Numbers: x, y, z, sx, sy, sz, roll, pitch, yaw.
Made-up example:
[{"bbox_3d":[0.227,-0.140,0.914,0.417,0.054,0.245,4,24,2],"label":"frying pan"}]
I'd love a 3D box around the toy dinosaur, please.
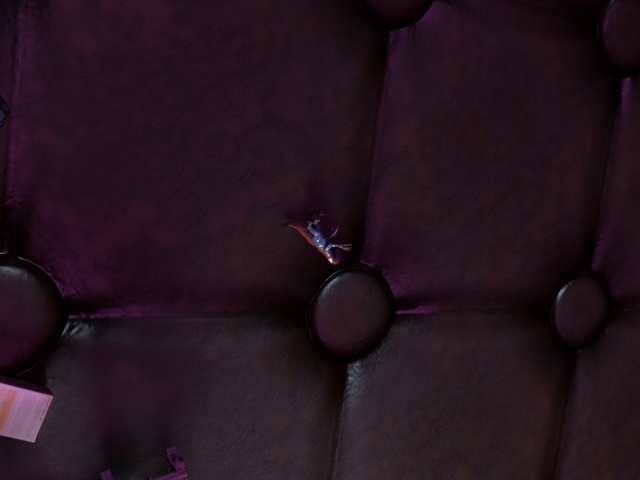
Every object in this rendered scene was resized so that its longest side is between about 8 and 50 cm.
[{"bbox_3d":[0.000,0.000,1.144,0.090,0.047,0.082,-8,117,5],"label":"toy dinosaur"}]

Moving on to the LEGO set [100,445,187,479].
[{"bbox_3d":[-0.249,0.395,0.940,0.331,0.255,0.192,-10,133,-17],"label":"LEGO set"}]

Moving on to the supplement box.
[{"bbox_3d":[-0.379,0.196,0.952,0.098,0.036,0.062,25,87,-31],"label":"supplement box"}]

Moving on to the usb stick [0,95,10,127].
[{"bbox_3d":[-0.462,-0.084,0.841,0.278,0.045,0.077,-39,118,-17],"label":"usb stick"}]
